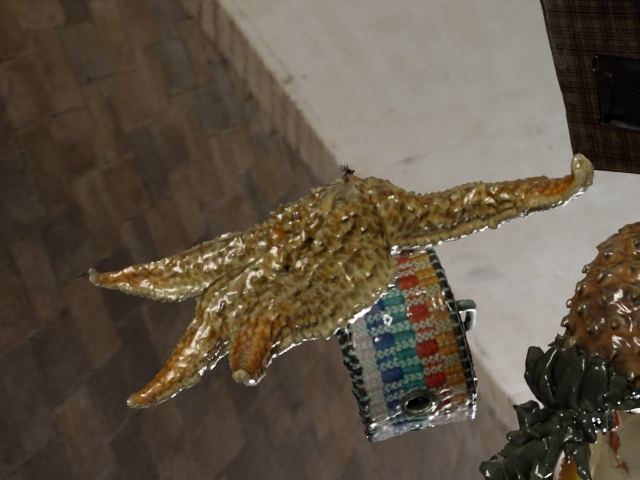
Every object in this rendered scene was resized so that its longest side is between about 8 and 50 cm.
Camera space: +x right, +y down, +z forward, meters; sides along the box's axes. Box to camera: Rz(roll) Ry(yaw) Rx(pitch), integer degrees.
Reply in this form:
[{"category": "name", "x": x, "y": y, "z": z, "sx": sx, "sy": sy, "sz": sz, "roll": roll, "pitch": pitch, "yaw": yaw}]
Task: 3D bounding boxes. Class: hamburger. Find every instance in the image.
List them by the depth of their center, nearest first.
[{"category": "hamburger", "x": 0.365, "y": 0.335, "z": 1.400, "sx": 0.227, "sy": 0.151, "sz": 0.295, "roll": -56, "pitch": 149, "yaw": -30}]

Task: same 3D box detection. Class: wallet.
[{"category": "wallet", "x": 0.291, "y": -0.162, "z": 1.143, "sx": 0.042, "sy": 0.124, "sz": 0.230, "roll": -45, "pitch": 131, "yaw": -34}]

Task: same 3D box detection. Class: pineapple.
[{"category": "pineapple", "x": 0.265, "y": 0.134, "z": 1.083, "sx": 0.310, "sy": 0.141, "sz": 0.170, "roll": -54, "pitch": 156, "yaw": -11}]

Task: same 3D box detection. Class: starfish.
[{"category": "starfish", "x": -0.019, "y": 0.007, "z": 0.774, "sx": 0.301, "sy": 0.293, "sz": 0.084, "roll": 16, "pitch": -49, "yaw": 59}]

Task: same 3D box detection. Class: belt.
[{"category": "belt", "x": 0.104, "y": 0.120, "z": 1.310, "sx": 0.295, "sy": 0.161, "sz": 0.206, "roll": 71, "pitch": 2, "yaw": -68}]
